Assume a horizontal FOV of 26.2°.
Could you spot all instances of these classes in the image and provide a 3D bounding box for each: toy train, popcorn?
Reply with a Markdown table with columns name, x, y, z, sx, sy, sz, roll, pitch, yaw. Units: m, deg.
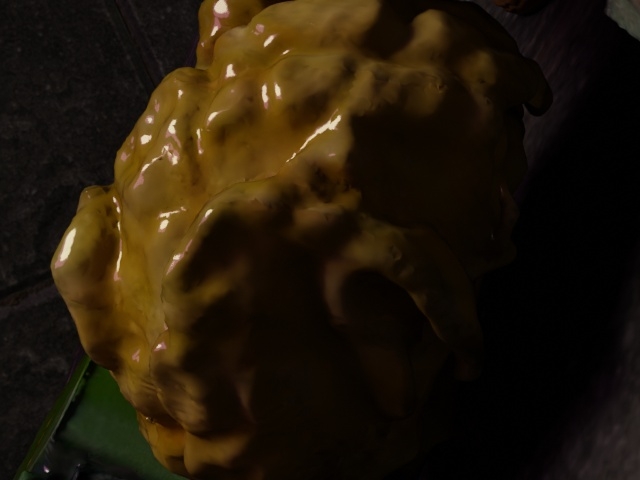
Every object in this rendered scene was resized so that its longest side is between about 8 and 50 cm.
| name | x | y | z | sx | sy | sz | roll | pitch | yaw |
| --- | --- | --- | --- | --- | --- | --- | --- | --- | --- |
| toy train | -0.181 | 0.220 | 1.075 | 0.307 | 0.173 | 0.248 | -52 | 15 | 50 |
| popcorn | 0.000 | 0.000 | 0.600 | 0.250 | 0.190 | 0.250 | -49 | -32 | -46 |

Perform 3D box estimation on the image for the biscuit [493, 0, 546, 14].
| name | x | y | z | sx | sy | sz | roll | pitch | yaw |
| --- | --- | --- | --- | --- | --- | --- | --- | --- | --- |
| biscuit | 0.139 | -0.195 | 0.770 | 0.175 | 0.026 | 0.124 | 149 | 140 | -69 |

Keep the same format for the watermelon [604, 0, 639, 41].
| name | x | y | z | sx | sy | sz | roll | pitch | yaw |
| --- | --- | --- | --- | --- | --- | --- | --- | --- | --- |
| watermelon | 0.157 | -0.141 | 0.324 | 0.260 | 0.176 | 0.256 | -55 | 24 | -18 |
